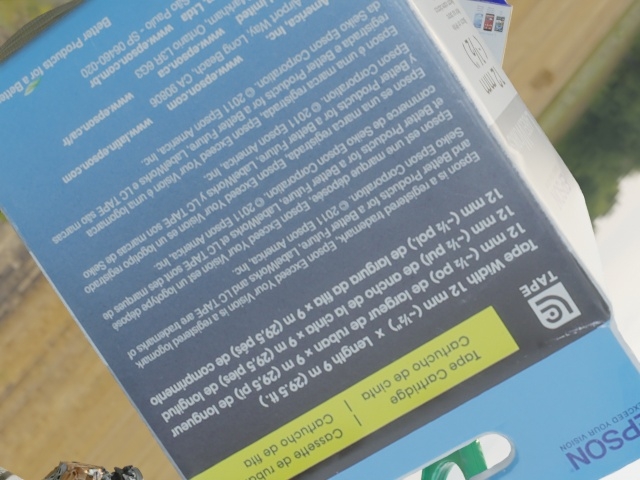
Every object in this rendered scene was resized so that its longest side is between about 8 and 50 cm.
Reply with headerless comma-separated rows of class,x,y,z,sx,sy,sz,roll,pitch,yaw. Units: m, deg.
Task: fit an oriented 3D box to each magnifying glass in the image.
magnifying glass,0.093,0.133,1.088,0.092,0.026,0.231,141,-48,-64

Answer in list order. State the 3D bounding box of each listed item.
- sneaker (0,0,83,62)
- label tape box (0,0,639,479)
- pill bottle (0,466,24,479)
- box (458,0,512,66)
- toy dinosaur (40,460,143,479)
sneaker,-0.176,-0.128,1.127,0.258,0.091,0.094,-21,-148,37
label tape box,0.000,0.000,0.804,0.249,0.347,0.115,-32,-174,20
pill bottle,-0.431,0.218,1.291,0.188,0.334,0.188,-62,178,-3
box,0.137,-0.182,1.447,0.028,0.081,0.136,-61,160,-72
toy dinosaur,-0.139,0.306,0.953,0.218,0.164,0.322,7,106,-39
